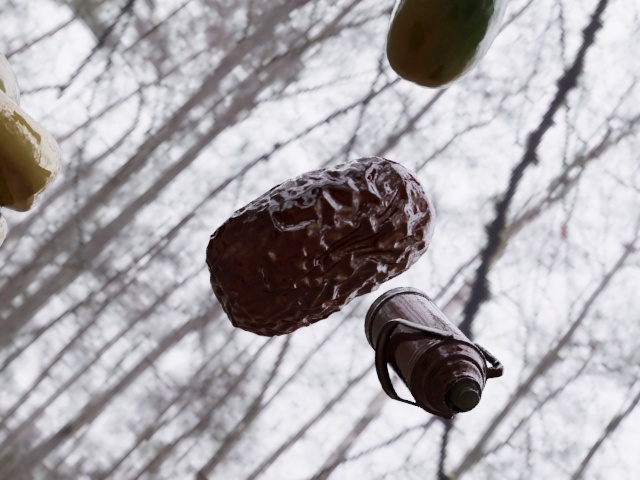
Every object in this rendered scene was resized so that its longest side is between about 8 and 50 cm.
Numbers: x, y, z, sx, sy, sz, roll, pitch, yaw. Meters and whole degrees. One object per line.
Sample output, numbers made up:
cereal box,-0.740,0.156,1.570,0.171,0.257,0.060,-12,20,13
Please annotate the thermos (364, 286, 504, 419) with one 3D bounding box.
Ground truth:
thermos,0.130,0.132,1.424,0.232,0.124,0.099,-134,-138,-67

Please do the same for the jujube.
jujube,0.000,0.000,0.940,0.112,0.176,0.109,29,-37,65

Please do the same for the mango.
mango,0.152,-0.286,1.416,0.114,0.251,0.156,20,-13,-7

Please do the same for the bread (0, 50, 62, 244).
bread,-0.451,-0.151,1.238,0.424,0.245,0.329,46,-21,-2
